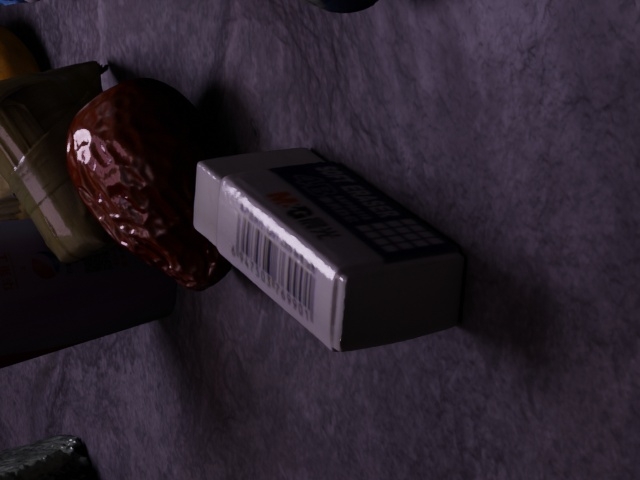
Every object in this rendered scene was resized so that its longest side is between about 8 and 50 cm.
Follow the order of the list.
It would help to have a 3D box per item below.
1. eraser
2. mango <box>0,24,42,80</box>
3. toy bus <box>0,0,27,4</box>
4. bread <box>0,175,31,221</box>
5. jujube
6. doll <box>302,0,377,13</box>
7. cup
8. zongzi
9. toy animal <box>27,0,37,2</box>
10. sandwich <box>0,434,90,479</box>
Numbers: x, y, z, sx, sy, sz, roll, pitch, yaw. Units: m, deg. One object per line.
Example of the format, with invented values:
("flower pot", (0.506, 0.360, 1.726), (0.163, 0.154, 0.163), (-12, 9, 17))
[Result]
("eraser", (0.000, 0.000, 1.435), (0.279, 0.124, 0.081), (38, 131, 51))
("mango", (-0.490, -0.226, 2.238), (0.295, 0.120, 0.177), (24, 117, 39))
("toy bus", (-0.390, -0.407, 2.005), (0.133, 0.116, 0.234), (12, 115, 21))
("bread", (-0.464, -0.033, 2.321), (0.140, 0.106, 0.236), (60, 147, 30))
("jujube", (-0.168, -0.057, 1.719), (0.236, 0.168, 0.168), (55, 150, 1))
("doll", (-0.028, -0.284, 1.362), (0.228, 0.154, 0.258), (57, 176, -36))
("cup", (-0.326, 0.054, 1.894), (0.203, 0.288, 0.203), (33, 129, 55))
("zongzi", (-0.272, -0.099, 1.872), (0.115, 0.256, 0.228), (-35, 88, 28))
("toy animal", (-0.279, -0.419, 1.732), (0.154, 0.208, 0.325), (-68, -28, -62))
("sandwich", (-0.468, 0.367, 2.291), (0.262, 0.325, 0.131), (-11, 90, 27))
